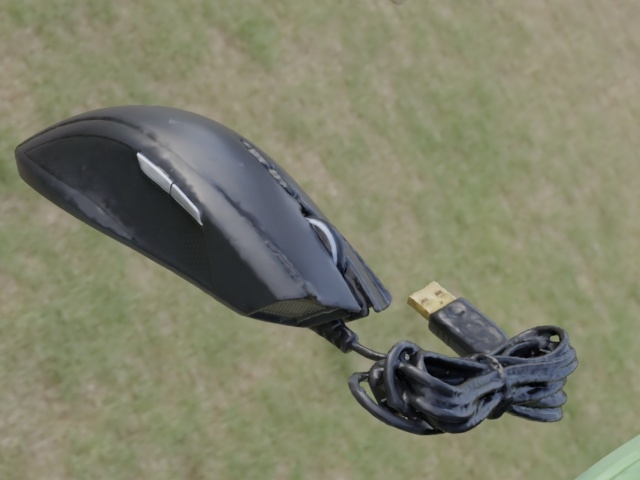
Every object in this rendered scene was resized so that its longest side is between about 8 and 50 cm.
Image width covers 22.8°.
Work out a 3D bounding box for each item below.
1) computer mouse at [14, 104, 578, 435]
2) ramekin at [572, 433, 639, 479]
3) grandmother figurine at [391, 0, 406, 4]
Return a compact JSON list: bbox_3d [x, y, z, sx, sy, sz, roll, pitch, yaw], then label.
[{"bbox_3d":[0.000,0.000,0.710,0.262,0.060,0.184,31,13,32],"label":"computer mouse"},{"bbox_3d":[0.187,0.194,0.581,0.148,0.303,0.303,53,33,-18],"label":"ramekin"},{"bbox_3d":[0.136,-0.248,0.772,0.208,0.342,0.104,5,59,-59],"label":"grandmother figurine"}]
